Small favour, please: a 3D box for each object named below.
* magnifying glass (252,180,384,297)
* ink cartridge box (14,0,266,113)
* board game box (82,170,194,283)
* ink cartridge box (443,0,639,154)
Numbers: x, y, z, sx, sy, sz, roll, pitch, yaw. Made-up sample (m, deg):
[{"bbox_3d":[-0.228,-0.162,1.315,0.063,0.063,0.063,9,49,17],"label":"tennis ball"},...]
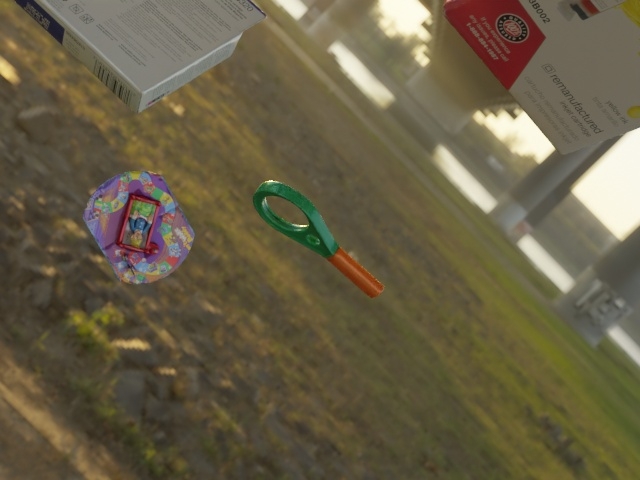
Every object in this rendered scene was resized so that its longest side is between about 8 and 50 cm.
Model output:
[{"bbox_3d":[0.000,0.000,1.592,0.231,0.026,0.092,43,-32,-18],"label":"magnifying glass"},{"bbox_3d":[-0.322,-0.417,2.076,0.324,0.071,0.330,43,52,13],"label":"ink cartridge box"},{"bbox_3d":[-0.262,-0.018,1.685,0.169,0.133,0.033,62,-13,-16],"label":"board game box"},{"bbox_3d":[0.382,-0.294,1.337,0.279,0.384,0.160,44,45,-29],"label":"ink cartridge box"}]
